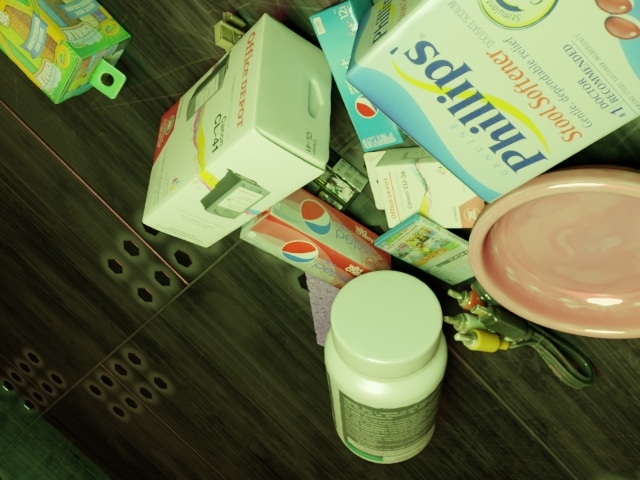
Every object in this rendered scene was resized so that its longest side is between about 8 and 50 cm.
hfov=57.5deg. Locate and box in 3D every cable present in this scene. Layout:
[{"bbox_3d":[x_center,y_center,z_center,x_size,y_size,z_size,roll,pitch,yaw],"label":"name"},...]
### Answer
[{"bbox_3d":[0.330,0.157,0.976,0.287,0.139,0.072,29,130,-20],"label":"cable"}]

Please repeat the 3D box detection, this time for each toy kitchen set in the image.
[{"bbox_3d":[-0.106,-0.325,0.882,0.075,0.083,0.068,-19,71,36],"label":"toy kitchen set"}]

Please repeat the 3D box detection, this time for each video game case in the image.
[{"bbox_3d":[0.187,0.019,0.948,0.166,0.015,0.119,26,151,-17],"label":"video game case"}]

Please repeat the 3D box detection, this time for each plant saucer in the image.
[{"bbox_3d":[0.378,0.013,0.807,0.332,0.084,0.332,16,145,11],"label":"plant saucer"}]

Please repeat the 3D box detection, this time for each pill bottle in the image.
[{"bbox_3d":[0.113,0.228,1.019,0.204,0.204,0.361,16,143,18],"label":"pill bottle"}]

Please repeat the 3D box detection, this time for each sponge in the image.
[{"bbox_3d":[0.038,0.133,1.154,0.117,0.031,0.210,8,126,24],"label":"sponge"}]

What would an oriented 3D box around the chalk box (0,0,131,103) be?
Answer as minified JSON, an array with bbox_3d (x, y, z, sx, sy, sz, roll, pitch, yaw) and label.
[{"bbox_3d":[-0.432,-0.335,1.003,0.213,0.132,0.132,46,132,-8],"label":"chalk box"}]

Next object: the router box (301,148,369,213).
[{"bbox_3d":[-0.026,-0.109,1.004,0.179,0.046,0.133,39,132,-2],"label":"router box"}]

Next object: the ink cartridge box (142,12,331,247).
[{"bbox_3d":[-0.132,-0.153,0.889,0.131,0.226,0.306,23,144,-34],"label":"ink cartridge box"}]

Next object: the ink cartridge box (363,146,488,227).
[{"bbox_3d":[0.159,-0.082,0.909,0.198,0.067,0.115,0,123,29],"label":"ink cartridge box"}]

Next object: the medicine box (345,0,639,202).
[{"bbox_3d":[0.223,-0.227,0.668,0.263,0.149,0.289,36,132,-22],"label":"medicine box"}]

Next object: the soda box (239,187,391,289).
[{"bbox_3d":[0.000,0.000,0.969,0.263,0.092,0.083,29,135,-30],"label":"soda box"}]

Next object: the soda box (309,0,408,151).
[{"bbox_3d":[0.066,-0.240,0.842,0.067,0.071,0.210,-8,118,33],"label":"soda box"}]
